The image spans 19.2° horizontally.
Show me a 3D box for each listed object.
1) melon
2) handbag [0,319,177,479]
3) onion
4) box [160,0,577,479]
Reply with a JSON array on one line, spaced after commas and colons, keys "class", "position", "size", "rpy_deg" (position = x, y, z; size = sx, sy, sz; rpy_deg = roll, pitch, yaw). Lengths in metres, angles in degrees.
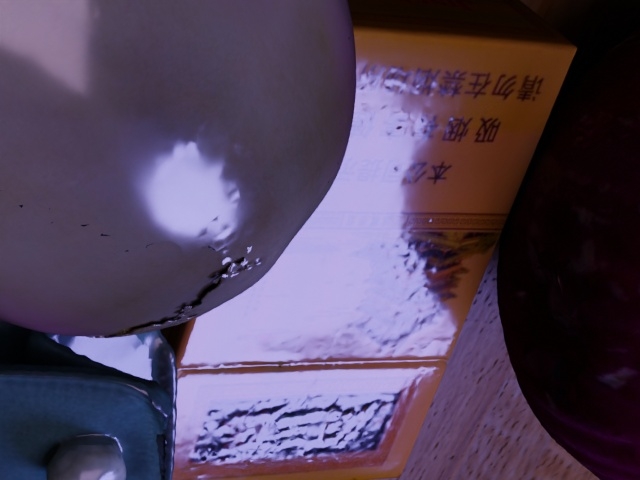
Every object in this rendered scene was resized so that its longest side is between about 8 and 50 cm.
[{"class": "melon", "position": [-0.111, -0.092, 0.715], "size": [0.223, 0.223, 0.317], "rpy_deg": [-39, 135, -2]}, {"class": "handbag", "position": [-0.200, 0.156, 0.883], "size": [0.274, 0.100, 0.269], "rpy_deg": [-2, 126, -12]}, {"class": "onion", "position": [0.208, 0.006, 0.995], "size": [0.230, 0.272, 0.256], "rpy_deg": [-21, 100, -30]}, {"class": "box", "position": [0.000, 0.000, 0.965], "size": [0.174, 0.076, 0.274], "rpy_deg": [1, 122, -33]}]
